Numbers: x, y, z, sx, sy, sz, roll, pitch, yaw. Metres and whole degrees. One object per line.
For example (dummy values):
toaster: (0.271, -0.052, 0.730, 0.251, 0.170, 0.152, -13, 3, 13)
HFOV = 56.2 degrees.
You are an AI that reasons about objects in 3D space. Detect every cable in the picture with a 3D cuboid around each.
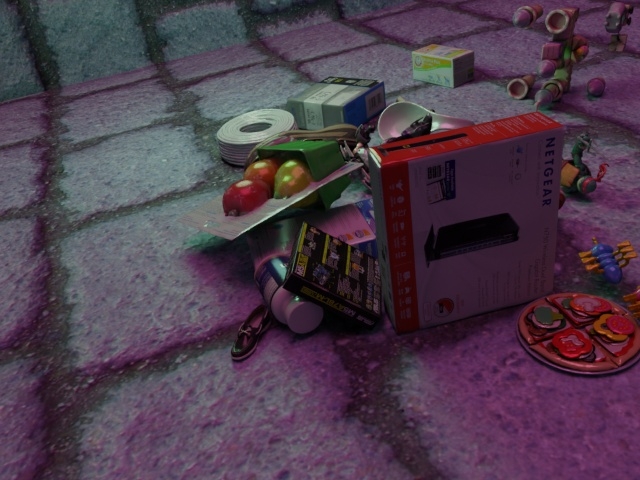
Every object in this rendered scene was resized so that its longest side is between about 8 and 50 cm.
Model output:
cable: (-0.190, -0.320, 1.847, 0.257, 0.089, 0.257, -19, 33, -14)

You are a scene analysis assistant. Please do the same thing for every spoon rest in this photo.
spoon rest: (0.295, -0.329, 1.710, 0.276, 0.137, 0.084, 7, -8, 21)

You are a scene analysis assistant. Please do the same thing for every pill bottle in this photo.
pill bottle: (-0.058, 0.101, 1.139, 0.094, 0.094, 0.169, -20, 33, -15)

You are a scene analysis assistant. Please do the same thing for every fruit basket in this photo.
fruit basket: (-0.119, -0.100, 1.372, 0.353, 0.165, 0.327, -38, 27, -23)

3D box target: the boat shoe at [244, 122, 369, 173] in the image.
boat shoe: (-0.031, -0.230, 1.623, 0.355, 0.132, 0.130, -20, 33, -13)

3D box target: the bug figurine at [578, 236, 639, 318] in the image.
bug figurine: (0.602, 0.052, 1.018, 0.279, 0.072, 0.216, -14, 44, 15)

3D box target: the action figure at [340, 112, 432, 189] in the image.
action figure: (0.175, -0.231, 1.559, 0.285, 0.099, 0.185, -22, 74, -19)

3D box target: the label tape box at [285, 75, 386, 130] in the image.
label tape box: (0.013, -0.458, 1.996, 0.333, 0.106, 0.240, 15, 39, 34)

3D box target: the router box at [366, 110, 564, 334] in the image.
router box: (0.248, -0.025, 1.025, 0.301, 0.335, 0.082, -13, 31, -5)

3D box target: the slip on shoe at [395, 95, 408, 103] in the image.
slip on shoe: (0.279, -0.422, 1.929, 0.041, 0.051, 0.135, -49, 42, 12)

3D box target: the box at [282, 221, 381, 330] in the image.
box: (0.029, 0.062, 1.128, 0.184, 0.045, 0.191, 25, 30, -9)

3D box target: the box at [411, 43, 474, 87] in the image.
box: (0.437, -0.628, 2.147, 0.114, 0.103, 0.203, -27, 36, -26)

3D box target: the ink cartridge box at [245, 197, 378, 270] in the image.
ink cartridge box: (0.000, 0.000, 1.313, 0.311, 0.065, 0.186, -16, 30, -5)

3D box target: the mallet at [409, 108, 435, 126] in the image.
mallet: (0.317, -0.367, 1.837, 0.062, 0.039, 0.189, 16, 36, 35)

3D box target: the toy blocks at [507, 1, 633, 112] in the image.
toy blocks: (0.708, -0.541, 1.767, 0.309, 0.289, 0.260, 16, 34, 31)

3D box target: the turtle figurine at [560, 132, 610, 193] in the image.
turtle figurine: (0.548, -0.157, 1.369, 0.175, 0.118, 0.234, -55, 36, 6)

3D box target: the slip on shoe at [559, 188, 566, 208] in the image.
slip on shoe: (0.378, -0.027, 1.228, 0.331, 0.123, 0.101, -20, 65, -24)

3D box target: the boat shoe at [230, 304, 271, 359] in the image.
boat shoe: (-0.130, 0.168, 1.106, 0.046, 0.038, 0.125, 8, 36, 27)

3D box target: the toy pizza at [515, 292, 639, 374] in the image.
toy pizza: (0.430, 0.143, 0.995, 0.201, 0.032, 0.201, -7, 32, 5)
